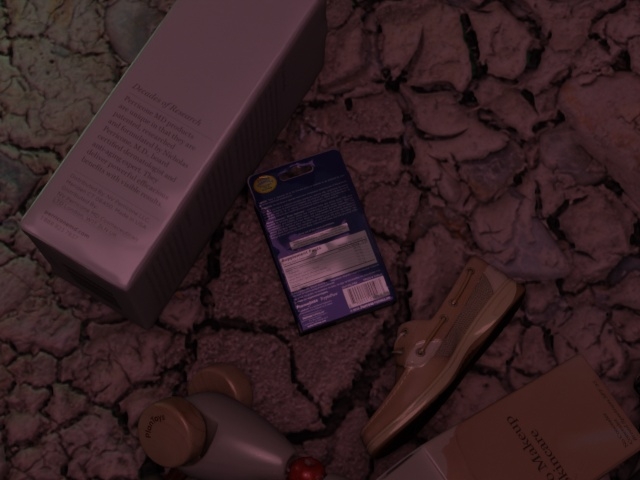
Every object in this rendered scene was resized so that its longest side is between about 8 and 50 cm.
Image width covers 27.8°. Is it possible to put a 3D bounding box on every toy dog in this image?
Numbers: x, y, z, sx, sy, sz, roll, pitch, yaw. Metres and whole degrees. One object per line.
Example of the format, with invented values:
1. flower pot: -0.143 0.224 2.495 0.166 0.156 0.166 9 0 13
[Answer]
1. toy dog: -0.085 0.297 1.564 0.220 0.161 0.334 -4 36 -40

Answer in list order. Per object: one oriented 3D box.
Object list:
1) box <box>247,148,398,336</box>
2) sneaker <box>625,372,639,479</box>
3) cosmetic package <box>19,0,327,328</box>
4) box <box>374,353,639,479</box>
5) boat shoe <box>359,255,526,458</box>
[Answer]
1. box: 0.000 0.000 1.717 0.136 0.036 0.225 -18 77 -7
2. sneaker: 0.440 0.213 1.646 0.108 0.100 0.271 25 70 17
3. cosmetic package: -0.173 -0.133 1.651 0.161 0.230 0.453 31 75 8
4. box: 0.226 0.266 1.527 0.311 0.121 0.148 -23 72 -42
5. boat shoe: 0.139 0.146 1.647 0.098 0.109 0.302 37 71 14
